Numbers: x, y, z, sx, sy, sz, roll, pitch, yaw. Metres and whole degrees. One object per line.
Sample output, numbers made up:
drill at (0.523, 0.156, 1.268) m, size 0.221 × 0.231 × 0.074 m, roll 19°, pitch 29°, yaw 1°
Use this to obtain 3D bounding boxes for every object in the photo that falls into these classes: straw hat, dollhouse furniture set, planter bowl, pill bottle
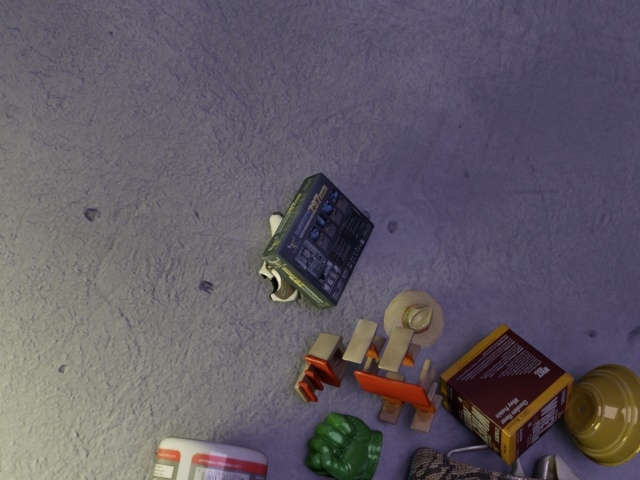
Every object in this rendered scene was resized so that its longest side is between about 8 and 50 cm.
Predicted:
straw hat at (0.215, 0.170, 1.780) m, size 0.145 × 0.061 × 0.144 m, roll 3°, pitch 74°, yaw -12°
dollhouse furniture set at (0.096, 0.284, 1.633) m, size 0.259 × 0.262 × 0.135 m, roll 9°, pitch 56°, yaw 30°
planter bowl at (0.579, 0.362, 1.722) m, size 0.090 × 0.217 × 0.217 m, roll 15°, pitch 71°, yaw -27°
pill bottle at (-0.226, 0.557, 1.493) m, size 0.210 × 0.210 × 0.362 m, roll 12°, pitch 73°, yaw -10°

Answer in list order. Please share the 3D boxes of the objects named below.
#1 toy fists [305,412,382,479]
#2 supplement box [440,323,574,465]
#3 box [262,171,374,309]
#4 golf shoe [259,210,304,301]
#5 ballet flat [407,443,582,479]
toy fists at (0.030, 0.487, 1.633) m, size 0.142 × 0.096 × 0.279 m, roll 17°, pitch 73°, yaw -7°
supplement box at (0.387, 0.319, 1.699) m, size 0.191 × 0.129 × 0.194 m, roll -36°, pitch 51°, yaw -19°
box at (0.000, 0.000, 1.721) m, size 0.183 × 0.059 × 0.232 m, roll 43°, pitch 54°, yaw -25°
golf shoe at (-0.090, 0.035, 1.739) m, size 0.094 × 0.077 × 0.198 m, roll -13°, pitch 77°, yaw -16°
ballet flat at (0.414, 0.513, 1.696) m, size 0.483 × 0.164 × 0.182 m, roll 13°, pitch 53°, yaw -8°
